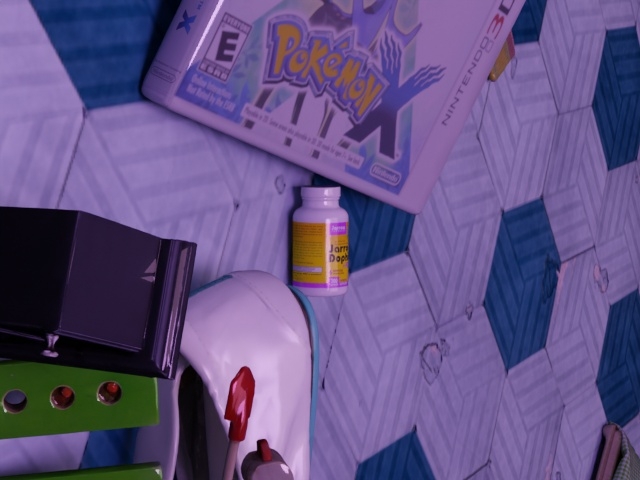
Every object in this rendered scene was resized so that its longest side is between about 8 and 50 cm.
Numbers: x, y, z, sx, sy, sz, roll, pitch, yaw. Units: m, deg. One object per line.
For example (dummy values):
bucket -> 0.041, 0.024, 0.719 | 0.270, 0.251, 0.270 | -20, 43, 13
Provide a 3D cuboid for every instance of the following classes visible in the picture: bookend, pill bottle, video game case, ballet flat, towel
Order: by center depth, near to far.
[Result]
bookend -> -0.172, 0.017, 0.680 | 0.156, 0.157, 0.072 | 23, 73, -58
ballet flat -> -0.065, 0.221, 0.929 | 0.139, 0.139, 0.400 | -11, 98, -58
video game case -> 0.047, -0.190, 1.013 | 0.329, 0.036, 0.300 | 20, 97, -53
pill bottle -> 0.000, 0.000, 1.066 | 0.043, 0.043, 0.083 | -9, 101, -58
towel -> 0.170, -0.202, 1.356 | 0.060, 0.009, 0.083 | -51, 133, -43

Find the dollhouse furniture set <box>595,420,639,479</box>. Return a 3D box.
dollhouse furniture set -> 0.401, 0.396, 1.656 | 0.197, 0.151, 0.301 | 54, 48, -46

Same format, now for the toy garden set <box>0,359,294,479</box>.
toy garden set -> -0.100, 0.181, 0.828 | 0.049, 0.204, 0.244 | -147, -126, -74
